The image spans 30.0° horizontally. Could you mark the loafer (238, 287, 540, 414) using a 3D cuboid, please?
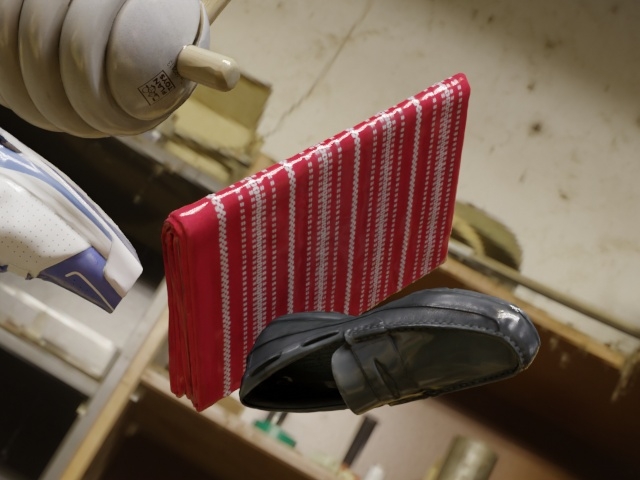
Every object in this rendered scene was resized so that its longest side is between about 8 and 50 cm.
[{"bbox_3d":[0.040,0.084,0.798,0.223,0.078,0.076,-10,-57,37],"label":"loafer"}]

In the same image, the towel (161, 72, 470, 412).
[{"bbox_3d":[0.000,0.000,0.901,0.031,0.275,0.199,40,-35,33],"label":"towel"}]

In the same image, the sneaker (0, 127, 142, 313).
[{"bbox_3d":[-0.323,-0.019,1.044,0.315,0.182,0.127,40,-2,-12],"label":"sneaker"}]

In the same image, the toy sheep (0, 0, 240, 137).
[{"bbox_3d":[-0.080,-0.078,0.419,0.132,0.091,0.091,21,-22,34],"label":"toy sheep"}]
